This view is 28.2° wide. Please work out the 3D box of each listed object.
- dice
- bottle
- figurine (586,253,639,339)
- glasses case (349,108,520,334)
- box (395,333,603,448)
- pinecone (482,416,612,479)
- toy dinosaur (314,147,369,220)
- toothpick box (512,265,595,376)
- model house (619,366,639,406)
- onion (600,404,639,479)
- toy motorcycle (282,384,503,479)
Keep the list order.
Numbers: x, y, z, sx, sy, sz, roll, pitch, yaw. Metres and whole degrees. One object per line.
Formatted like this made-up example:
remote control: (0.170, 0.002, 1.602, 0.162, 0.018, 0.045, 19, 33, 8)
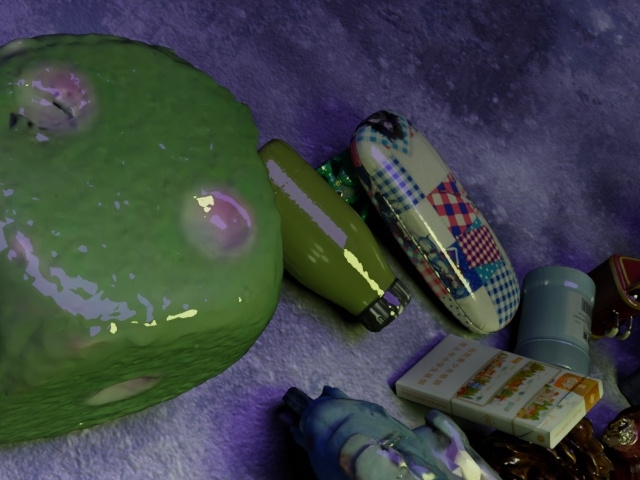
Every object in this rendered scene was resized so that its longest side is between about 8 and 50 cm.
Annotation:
dice: (-0.249, 0.001, 1.267, 0.318, 0.322, 0.330, -10, 72, -35)
bottle: (0.000, 0.000, 1.551, 0.260, 0.112, 0.112, 46, 51, -2)
figurine: (0.405, 0.083, 1.722, 0.082, 0.154, 0.098, 15, 62, -18)
glasses case: (0.151, -0.023, 1.653, 0.327, 0.076, 0.125, 54, 43, -9)
box: (0.214, 0.178, 1.538, 0.122, 0.220, 0.032, -35, 126, -39)
pinecone: (0.264, 0.281, 1.532, 0.174, 0.173, 0.173, 14, 58, -24)
toy dinosaur: (0.034, -0.064, 1.649, 0.132, 0.059, 0.096, -33, 96, -34)
toothpick box: (0.308, 0.123, 1.677, 0.101, 0.101, 0.153, 26, 54, -17)
model house: (0.568, 0.135, 1.753, 0.280, 0.245, 0.312, 20, 54, -11)
onion: (0.421, 0.278, 1.593, 0.198, 0.135, 0.173, 53, 42, -51)
toy motorcycle: (0.105, 0.259, 1.397, 0.319, 0.241, 0.182, 38, 58, -6)
